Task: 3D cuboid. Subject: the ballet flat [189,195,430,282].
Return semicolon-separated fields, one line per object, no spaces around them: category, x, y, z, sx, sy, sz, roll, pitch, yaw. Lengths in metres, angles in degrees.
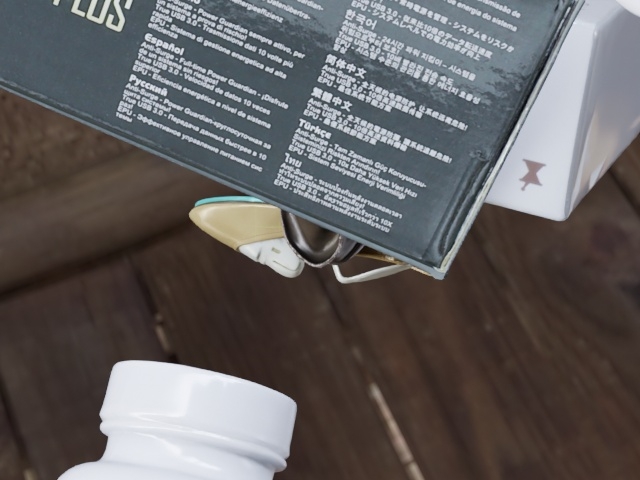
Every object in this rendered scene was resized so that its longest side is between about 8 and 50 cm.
ballet flat;0.000;0.000;1.695;0.232;0.073;0.080;0;167;-5

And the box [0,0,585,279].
box;-0.030;-0.088;0.462;0.180;0.147;0.077;24;119;-2

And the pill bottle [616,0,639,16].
pill bottle;0.278;-0.191;1.178;0.229;0.131;0.131;-2;136;-48

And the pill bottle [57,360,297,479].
pill bottle;-0.075;0.174;0.885;0.124;0.221;0.124;12;166;3

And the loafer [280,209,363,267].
loafer;-0.008;-0.058;1.344;0.078;0.080;0.220;-34;147;-30

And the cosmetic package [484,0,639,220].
cosmetic package;0.171;-0.181;1.623;0.453;0.230;0.161;-42;143;-61
